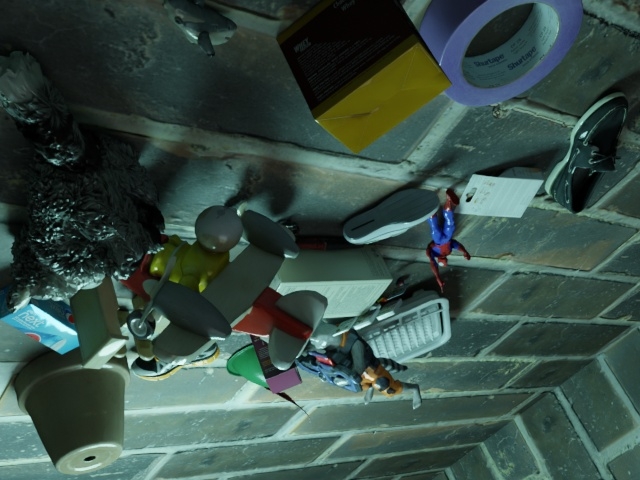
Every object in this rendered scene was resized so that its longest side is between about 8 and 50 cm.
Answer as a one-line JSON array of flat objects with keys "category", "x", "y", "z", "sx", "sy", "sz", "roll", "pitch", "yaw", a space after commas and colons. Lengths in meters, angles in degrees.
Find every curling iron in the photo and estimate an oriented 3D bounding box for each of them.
[{"category": "curling iron", "x": 0.000, "y": 0.000, "z": 1.751, "sx": 0.274, "sy": 0.035, "sz": 0.068, "roll": 9, "pitch": 135, "yaw": -41}]

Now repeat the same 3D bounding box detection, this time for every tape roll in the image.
[{"category": "tape roll", "x": 0.315, "y": -0.366, "z": 1.373, "sx": 0.275, "sy": 0.090, "sz": 0.274, "roll": -16, "pitch": 148, "yaw": -11}]

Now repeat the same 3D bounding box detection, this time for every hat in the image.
[{"category": "hat", "x": -0.128, "y": 0.387, "z": 2.093, "sx": 0.209, "sy": 0.183, "sz": 0.173, "roll": -6, "pitch": 144, "yaw": -26}]

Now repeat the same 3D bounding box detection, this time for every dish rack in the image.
[{"category": "dish rack", "x": 0.229, "y": 0.255, "z": 2.242, "sx": 0.286, "sy": 0.072, "sz": 0.332, "roll": -24, "pitch": 148, "yaw": -2}]

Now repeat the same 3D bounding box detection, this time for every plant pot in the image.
[{"category": "plant pot", "x": -0.548, "y": 0.399, "z": 1.798, "sx": 0.263, "sy": 0.229, "sz": 0.263, "roll": -18, "pitch": 147, "yaw": -12}]

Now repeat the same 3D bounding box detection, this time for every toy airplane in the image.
[{"category": "toy airplane", "x": -0.166, "y": 0.070, "z": 1.431, "sx": 0.385, "sy": 0.386, "sz": 0.272, "roll": -8, "pitch": 118, "yaw": -24}]

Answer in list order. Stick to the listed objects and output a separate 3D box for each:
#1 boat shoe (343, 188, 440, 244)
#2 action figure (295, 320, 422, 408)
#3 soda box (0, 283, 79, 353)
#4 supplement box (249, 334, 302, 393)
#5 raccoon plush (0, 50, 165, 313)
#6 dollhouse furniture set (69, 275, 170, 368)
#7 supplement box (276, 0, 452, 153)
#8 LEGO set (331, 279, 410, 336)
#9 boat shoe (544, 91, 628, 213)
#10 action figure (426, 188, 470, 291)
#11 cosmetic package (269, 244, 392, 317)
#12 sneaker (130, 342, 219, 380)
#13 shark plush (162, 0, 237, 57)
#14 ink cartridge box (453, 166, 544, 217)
[{"category": "boat shoe", "x": 0.160, "y": -0.052, "z": 1.756, "sx": 0.226, "sy": 0.083, "sz": 0.076, "roll": -18, "pitch": 161, "yaw": 12}, {"category": "action figure", "x": 0.077, "y": 0.322, "z": 2.100, "sx": 0.330, "sy": 0.341, "sz": 0.178, "roll": 45, "pitch": 71, "yaw": -31}, {"category": "soda box", "x": -0.559, "y": 0.156, "z": 1.585, "sx": 0.071, "sy": 0.067, "sz": 0.210, "roll": -27, "pitch": 147, "yaw": 4}, {"category": "supplement box", "x": -0.118, "y": 0.265, "z": 1.917, "sx": 0.081, "sy": 0.188, "sz": 0.104, "roll": -21, "pitch": 148, "yaw": -4}, {"category": "raccoon plush", "x": -0.462, "y": -0.081, "z": 1.273, "sx": 0.299, "sy": 0.216, "sz": 0.446, "roll": -17, "pitch": 120, "yaw": 15}, {"category": "dollhouse furniture set", "x": -0.383, "y": 0.180, "z": 1.646, "sx": 0.242, "sy": 0.161, "sz": 0.212, "roll": 16, "pitch": 130, "yaw": -46}, {"category": "supplement box", "x": 0.065, "y": -0.283, "z": 1.231, "sx": 0.191, "sy": 0.194, "sz": 0.129, "roll": -35, "pitch": 146, "yaw": 17}, {"category": "LEGO set", "x": 0.149, "y": 0.178, "z": 1.992, "sx": 0.183, "sy": 0.060, "sz": 0.244, "roll": -25, "pitch": -171, "yaw": 26}, {"category": "boat shoe", "x": 0.635, "y": -0.189, "z": 1.817, "sx": 0.127, "sy": 0.113, "sz": 0.340, "roll": -8, "pitch": 144, "yaw": -24}, {"category": "action figure", "x": 0.308, "y": 0.014, "z": 1.887, "sx": 0.092, "sy": 0.139, "sz": 0.280, "roll": -21, "pitch": 150, "yaw": -3}, {"category": "cosmetic package", "x": -0.007, "y": 0.098, "z": 1.819, "sx": 0.310, "sy": 0.113, "sz": 0.160, "roll": 2, "pitch": 140, "yaw": -34}, {"category": "sneaker", "x": -0.352, "y": 0.268, "z": 1.885, "sx": 0.215, "sy": 0.084, "sz": 0.083, "roll": -17, "pitch": 134, "yaw": -18}, {"category": "shark plush", "x": -0.192, "y": -0.342, "z": 1.141, "sx": 0.067, "sy": 0.073, "sz": 0.161, "roll": -47, "pitch": 124, "yaw": 0}, {"category": "ink cartridge box", "x": 0.421, "y": -0.117, "z": 1.871, "sx": 0.179, "sy": 0.045, "sz": 0.145, "roll": 5, "pitch": 142, "yaw": -10}]
